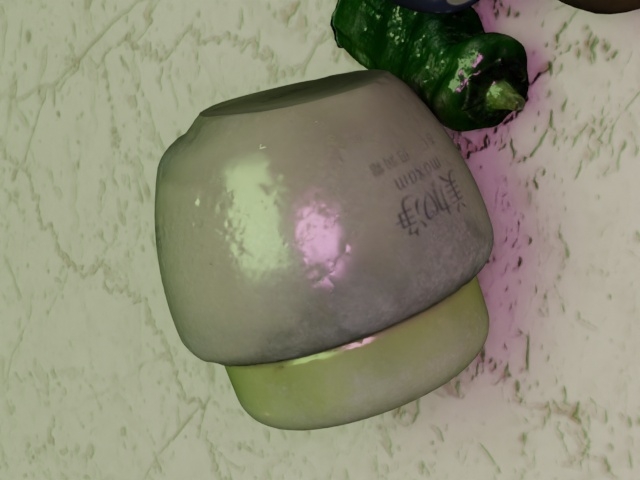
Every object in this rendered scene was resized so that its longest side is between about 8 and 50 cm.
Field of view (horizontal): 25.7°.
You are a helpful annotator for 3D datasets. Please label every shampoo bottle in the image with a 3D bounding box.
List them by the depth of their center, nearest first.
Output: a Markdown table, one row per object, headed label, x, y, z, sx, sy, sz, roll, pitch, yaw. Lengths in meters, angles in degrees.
| label | x | y | z | sx | sy | sz | roll | pitch | yaw |
| --- | --- | --- | --- | --- | --- | --- | --- | --- | --- |
| shampoo bottle | 0.000 | 0.000 | 1.361 | 0.322 | 0.322 | 0.317 | -14 | 101 | 43 |

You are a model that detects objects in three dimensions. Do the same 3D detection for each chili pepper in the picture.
| label | x | y | z | sx | sy | sz | roll | pitch | yaw |
| --- | --- | --- | --- | --- | --- | --- | --- | --- | --- |
| chili pepper | 0.116 | -0.196 | 1.413 | 0.270 | 0.099 | 0.136 | 45 | 107 | 38 |

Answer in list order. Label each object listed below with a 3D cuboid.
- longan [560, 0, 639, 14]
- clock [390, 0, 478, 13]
| label | x | y | z | sx | sy | sz | roll | pitch | yaw |
| --- | --- | --- | --- | --- | --- | --- | --- | --- | --- |
| longan | 0.248 | -0.305 | 1.227 | 0.212 | 0.198 | 0.198 | 46 | 122 | 6 |
| clock | 0.124 | -0.328 | 1.329 | 0.146 | 0.199 | 0.243 | 4 | 63 | 44 |
